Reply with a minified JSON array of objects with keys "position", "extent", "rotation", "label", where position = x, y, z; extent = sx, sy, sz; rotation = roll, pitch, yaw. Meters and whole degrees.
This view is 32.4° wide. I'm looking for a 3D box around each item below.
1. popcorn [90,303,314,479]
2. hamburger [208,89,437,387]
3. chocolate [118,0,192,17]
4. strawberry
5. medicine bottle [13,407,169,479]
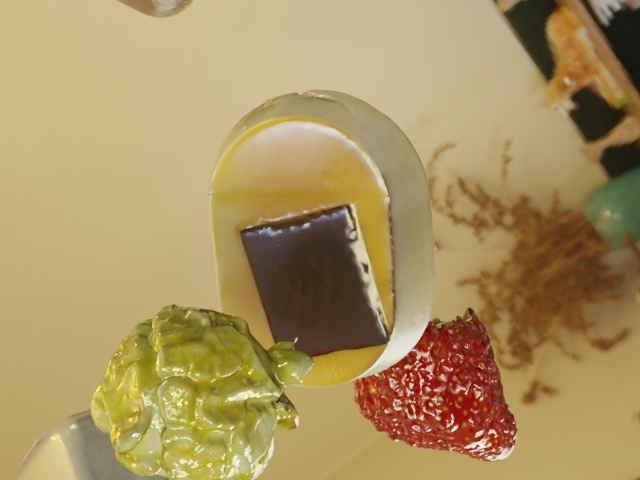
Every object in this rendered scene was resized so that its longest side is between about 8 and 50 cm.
[{"position":[-0.084,0.111,0.769],"extent":[0.141,0.162,0.136],"rotation":[-95,3,-45],"label":"popcorn"},{"position":[0.000,0.000,1.086],"extent":[0.151,0.227,0.295],"rotation":[-38,-51,-69],"label":"hamburger"},{"position":[-0.222,-0.370,1.533],"extent":[0.261,0.161,0.083],"rotation":[153,120,-72],"label":"chocolate"},{"position":[0.171,0.233,1.708],"extent":[0.261,0.261,0.258],"rotation":[4,-104,-82],"label":"strawberry"},{"position":[-0.277,0.364,1.323],"extent":[0.123,0.375,0.282],"rotation":[-13,-113,-34],"label":"medicine bottle"}]
